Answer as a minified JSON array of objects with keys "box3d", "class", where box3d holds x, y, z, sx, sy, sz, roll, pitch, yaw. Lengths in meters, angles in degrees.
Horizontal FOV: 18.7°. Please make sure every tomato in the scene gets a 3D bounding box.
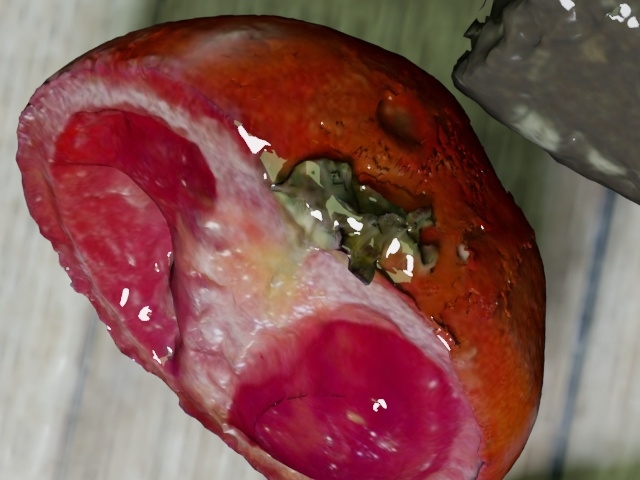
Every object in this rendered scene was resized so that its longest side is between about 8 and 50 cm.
[{"box3d":[0.000,0.000,0.630,0.189,0.173,0.099,45,61,-1],"class":"tomato"}]

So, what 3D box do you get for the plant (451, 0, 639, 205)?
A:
[{"box3d":[0.077,-0.124,0.613,0.274,0.149,0.146,38,120,12],"class":"plant"}]
